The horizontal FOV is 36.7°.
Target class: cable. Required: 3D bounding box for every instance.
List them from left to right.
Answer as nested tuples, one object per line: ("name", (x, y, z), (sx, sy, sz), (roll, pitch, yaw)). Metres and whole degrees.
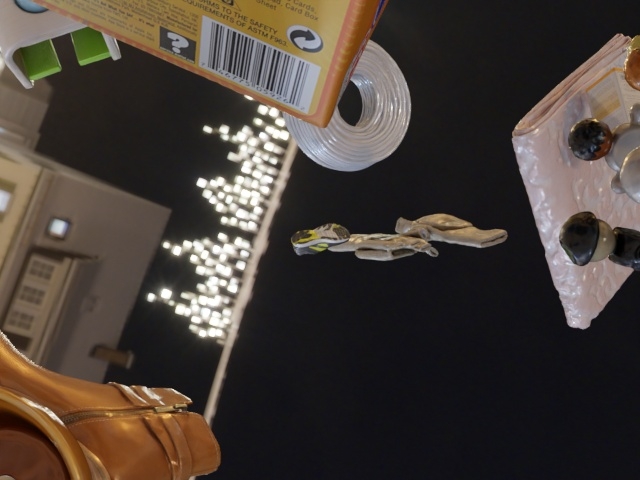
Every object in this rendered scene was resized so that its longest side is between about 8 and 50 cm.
("cable", (0.053, -0.260, 1.842), (0.257, 0.257, 0.089), (-38, -159, -28))

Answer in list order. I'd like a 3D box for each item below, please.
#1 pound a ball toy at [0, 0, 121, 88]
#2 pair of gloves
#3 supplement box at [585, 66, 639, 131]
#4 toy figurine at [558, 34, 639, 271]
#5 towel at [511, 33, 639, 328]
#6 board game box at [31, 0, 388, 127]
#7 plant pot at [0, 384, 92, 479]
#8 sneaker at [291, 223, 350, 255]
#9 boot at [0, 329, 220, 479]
("pound a ball toy", (-0.317, -0.373, 1.166), (0.136, 0.208, 0.319), (84, -14, -72))
("pair of gloves", (0.157, -0.009, 1.576), (0.204, 0.240, 0.042), (13, -71, 58))
("supplement box", (0.391, -0.169, 1.269), (0.062, 0.036, 0.098), (138, -51, -58))
("toy figurine", (0.347, -0.081, 1.009), (0.213, 0.148, 0.209), (113, -15, -62))
("towel", (0.415, -0.090, 1.410), (0.053, 0.331, 0.317), (8, -140, 48))
("board game box", (-0.064, -0.366, 0.649), (0.356, 0.357, 0.356), (113, 1, -66))
("plant pot", (-0.279, 0.216, 0.786), (0.188, 0.205, 0.205), (122, -15, -81))
("sneaker", (0.000, 0.000, 1.340), (0.035, 0.083, 0.031), (94, -13, -53))
("boot", (-0.256, 0.176, 1.052), (0.283, 0.220, 0.109), (42, -54, 37))
